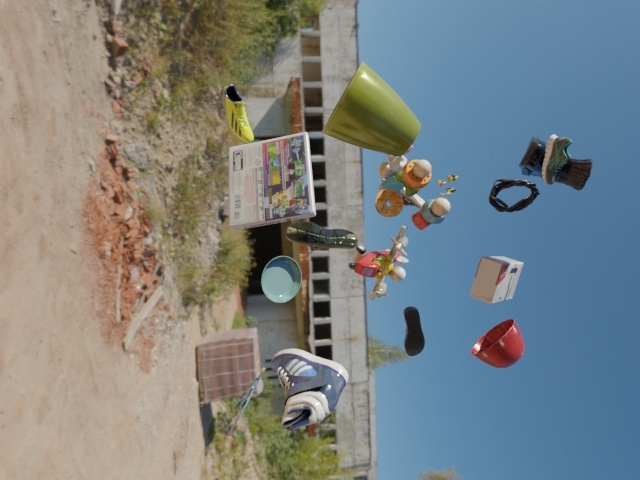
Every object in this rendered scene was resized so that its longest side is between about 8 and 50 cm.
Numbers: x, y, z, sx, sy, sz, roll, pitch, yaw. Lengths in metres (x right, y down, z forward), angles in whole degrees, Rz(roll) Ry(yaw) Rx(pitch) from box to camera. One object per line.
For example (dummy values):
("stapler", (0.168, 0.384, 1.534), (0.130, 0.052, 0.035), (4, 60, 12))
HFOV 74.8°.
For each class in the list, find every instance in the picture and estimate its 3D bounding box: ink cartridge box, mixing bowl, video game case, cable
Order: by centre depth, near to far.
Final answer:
("video game case", (-0.108, -0.129, 0.897), (0.023, 0.183, 0.201), (61, 22, -65))
("mixing bowl", (0.601, 0.356, 1.386), (0.098, 0.181, 0.181), (50, -18, 11))
("cable", (0.777, -0.177, 1.677), (0.047, 0.184, 0.150), (-69, 159, -55))
("ink cartridge box", (0.844, 0.183, 2.000), (0.114, 0.273, 0.197), (22, -76, 40))

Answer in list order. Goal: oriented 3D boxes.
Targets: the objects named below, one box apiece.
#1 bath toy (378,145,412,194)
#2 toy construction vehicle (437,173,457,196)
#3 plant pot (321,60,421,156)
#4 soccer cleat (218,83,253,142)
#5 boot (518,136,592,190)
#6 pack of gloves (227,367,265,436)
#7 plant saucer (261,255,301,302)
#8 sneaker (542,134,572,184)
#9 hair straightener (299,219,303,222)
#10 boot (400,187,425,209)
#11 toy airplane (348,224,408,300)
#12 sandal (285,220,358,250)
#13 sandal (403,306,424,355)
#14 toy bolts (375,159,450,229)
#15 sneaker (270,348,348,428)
("bath toy", (0.338, -0.372, 1.799), (0.151, 0.129, 0.348), (2, -109, 43))
("toy construction vehicle", (0.591, -0.253, 1.931), (0.035, 0.098, 0.086), (-131, -153, -62))
("plant pot", (0.198, -0.431, 1.494), (0.275, 0.293, 0.275), (-58, -172, 14))
("soccer cleat", (-0.400, -0.616, 2.037), (0.121, 0.093, 0.289), (-22, -84, 45))
("boot", (0.993, -0.321, 1.755), (0.348, 0.260, 0.131), (5, 107, -61))
("pack of gloves", (-0.301, 0.616, 1.635), (0.232, 0.046, 0.195), (-63, 177, -3))
("plant saucer", (-0.103, 0.098, 1.066), (0.021, 0.119, 0.119), (3, -82, 53))
("sneaker", (0.788, -0.265, 1.391), (0.076, 0.065, 0.166), (17, -67, 44))
("hair straightener", (-0.076, -0.107, 1.611), (0.230, 0.089, 0.047), (-119, -127, -77))
("boot", (0.491, -0.212, 2.279), (0.190, 0.069, 0.086), (44, -55, 10))
("toy airplane", (0.382, 0.139, 2.359), (0.272, 0.384, 0.386), (40, -14, 38))
("sandal", (0.001, 0.001, 1.728), (0.086, 0.303, 0.120), (104, -3, -47))
("sandal", (0.443, 0.429, 1.989), (0.054, 0.097, 0.254), (-81, 168, -75))
("toy bolts", (0.321, -0.139, 1.404), (0.228, 0.218, 0.158), (50, -17, 3))
("sneaker", (-0.089, 0.480, 1.346), (0.236, 0.323, 0.130), (-42, 123, -46))
